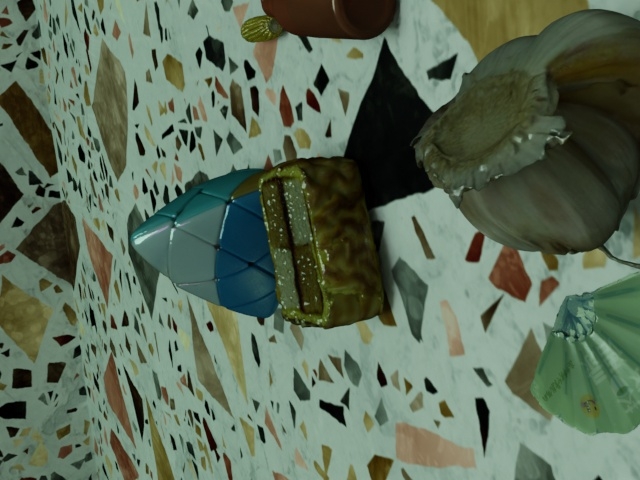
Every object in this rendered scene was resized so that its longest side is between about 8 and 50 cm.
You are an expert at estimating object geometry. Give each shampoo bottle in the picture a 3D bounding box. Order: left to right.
[{"bbox_3d":[-0.007,-0.280,1.067,0.244,0.085,0.085,26,124,57],"label":"shampoo bottle"}]

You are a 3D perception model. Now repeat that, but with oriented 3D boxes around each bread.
[{"bbox_3d":[0.000,0.000,1.161,0.181,0.096,0.222,-14,87,64],"label":"bread"}]

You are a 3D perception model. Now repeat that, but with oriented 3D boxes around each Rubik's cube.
[{"bbox_3d":[-0.150,-0.029,1.316,0.254,0.254,0.254,36,132,54],"label":"Rubik's cube"}]

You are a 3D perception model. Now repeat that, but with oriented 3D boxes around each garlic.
[{"bbox_3d":[0.182,-0.046,0.672,0.256,0.207,0.207,55,146,26],"label":"garlic"}]

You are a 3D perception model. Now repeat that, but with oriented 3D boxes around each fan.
[{"bbox_3d":[0.251,0.103,0.806,0.131,0.009,0.240,61,149,25],"label":"fan"}]

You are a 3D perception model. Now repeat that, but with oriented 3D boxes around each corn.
[{"bbox_3d":[-0.080,-0.293,1.259,0.092,0.037,0.037,18,117,62],"label":"corn"}]
